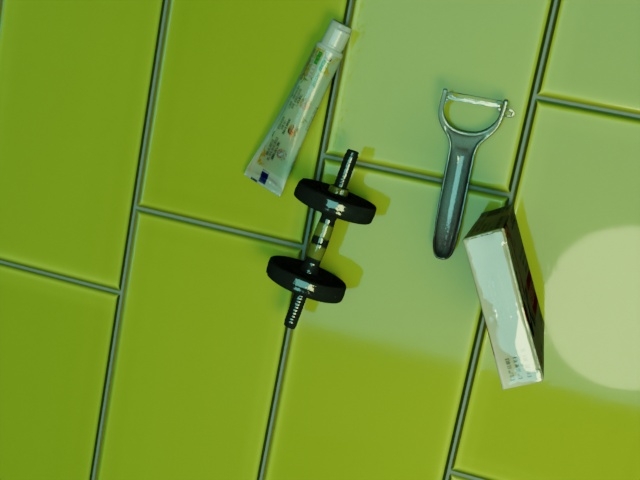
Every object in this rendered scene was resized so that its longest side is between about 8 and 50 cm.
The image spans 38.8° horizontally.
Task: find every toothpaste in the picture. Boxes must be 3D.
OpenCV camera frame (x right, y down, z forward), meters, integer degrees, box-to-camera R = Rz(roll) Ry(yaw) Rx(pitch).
[{"bbox_3d":[-0.033,-0.229,1.563,0.056,0.058,0.314,17,111,-33],"label":"toothpaste"}]

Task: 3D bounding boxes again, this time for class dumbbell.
[{"bbox_3d":[0.000,0.000,1.536,0.143,0.143,0.326,23,102,10],"label":"dumbbell"}]

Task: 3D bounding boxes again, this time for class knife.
[{"bbox_3d":[0.237,-0.104,1.510,0.123,0.053,0.278,12,101,8],"label":"knife"}]

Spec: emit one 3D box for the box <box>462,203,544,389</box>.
[{"bbox_3d":[0.282,0.070,1.365,0.069,0.353,0.214,-15,93,17],"label":"box"}]
